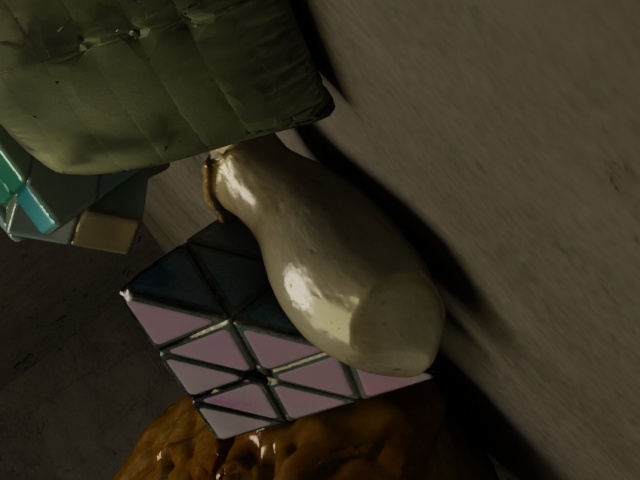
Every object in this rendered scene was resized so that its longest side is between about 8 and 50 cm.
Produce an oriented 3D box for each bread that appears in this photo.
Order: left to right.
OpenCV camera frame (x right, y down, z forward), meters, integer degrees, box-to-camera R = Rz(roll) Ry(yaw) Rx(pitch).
[{"bbox_3d":[-0.042,0.253,0.863,0.215,0.398,0.398,43,176,-30],"label":"bread"}]

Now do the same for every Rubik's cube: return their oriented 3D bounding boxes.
[{"bbox_3d":[-0.239,-0.112,1.001,0.265,0.224,0.213,56,154,-7],"label":"Rubik's cube"},{"bbox_3d":[-0.039,0.048,0.688,0.190,0.211,0.178,10,178,41],"label":"Rubik's cube"}]

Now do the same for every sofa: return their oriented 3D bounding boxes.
[{"bbox_3d":[-0.113,-0.179,0.568,0.210,0.176,0.225,63,-166,-49],"label":"sofa"}]

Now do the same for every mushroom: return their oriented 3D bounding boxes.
[{"bbox_3d":[-0.001,0.001,0.653,0.212,0.088,0.097,50,-177,25],"label":"mushroom"}]
